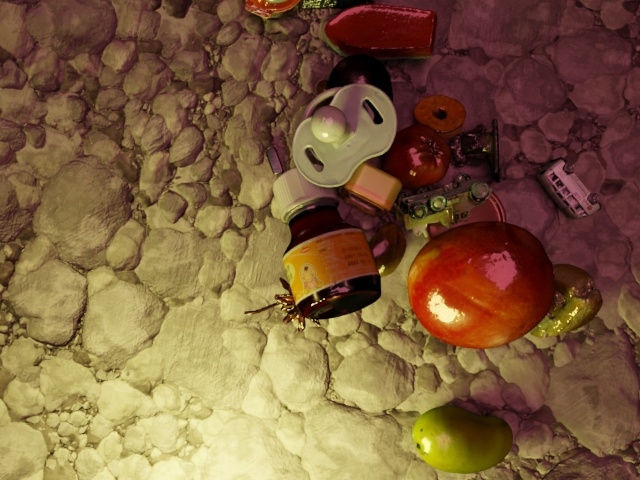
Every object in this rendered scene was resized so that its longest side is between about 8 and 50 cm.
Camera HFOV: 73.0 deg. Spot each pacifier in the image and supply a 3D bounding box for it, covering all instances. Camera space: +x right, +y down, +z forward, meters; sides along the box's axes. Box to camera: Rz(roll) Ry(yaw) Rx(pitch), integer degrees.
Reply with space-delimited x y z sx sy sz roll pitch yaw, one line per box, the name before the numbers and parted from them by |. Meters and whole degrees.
pacifier | 0.037 -0.275 1.047 0.287 0.225 0.239 -33 82 14

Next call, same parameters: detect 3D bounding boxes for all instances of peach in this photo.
peach | 0.413 0.109 1.122 0.372 0.289 0.373 11 109 32

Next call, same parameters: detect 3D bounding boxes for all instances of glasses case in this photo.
glasses case | -0.136 -0.235 1.289 0.033 0.023 0.084 -20 87 4

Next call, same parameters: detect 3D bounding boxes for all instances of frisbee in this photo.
frisbee | 0.430 -0.053 1.291 0.250 0.021 0.251 0 87 -1

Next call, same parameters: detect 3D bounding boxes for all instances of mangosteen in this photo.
mangosteen | 0.080 -0.402 1.217 0.249 0.211 0.212 -11 88 16

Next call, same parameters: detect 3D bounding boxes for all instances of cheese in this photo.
cheese | -0.121 -0.804 1.257 0.216 0.129 0.330 25 87 -1

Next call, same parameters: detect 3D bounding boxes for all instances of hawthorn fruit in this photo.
hawthorn fruit | 0.257 -0.223 1.223 0.178 0.200 0.179 10 68 -25

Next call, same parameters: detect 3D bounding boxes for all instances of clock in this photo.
clock | 0.134 -0.137 1.199 0.143 0.202 0.096 30 86 0

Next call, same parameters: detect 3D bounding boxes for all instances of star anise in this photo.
star anise | -0.082 0.165 1.247 0.233 0.073 0.178 20 75 -9

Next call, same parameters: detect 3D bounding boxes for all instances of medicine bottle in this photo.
medicine bottle | 0.000 0.000 1.175 0.242 0.242 0.396 -20 69 -1

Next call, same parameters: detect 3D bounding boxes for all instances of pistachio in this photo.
pistachio | 0.180 0.039 1.244 0.110 0.100 0.189 40 87 5

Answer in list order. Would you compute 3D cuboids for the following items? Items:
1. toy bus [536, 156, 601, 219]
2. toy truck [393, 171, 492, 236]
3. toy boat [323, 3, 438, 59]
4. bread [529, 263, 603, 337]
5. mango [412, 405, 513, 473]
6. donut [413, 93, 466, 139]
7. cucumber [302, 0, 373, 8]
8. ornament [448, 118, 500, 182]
toy bus | 0.726 -0.146 1.268 0.089 0.087 0.194 -39 89 5
toy truck | 0.348 -0.095 1.236 0.259 0.128 0.135 -22 115 -3
toy boat | 0.167 -0.596 1.262 0.331 0.133 0.145 8 93 10
bread | 0.637 0.159 1.178 0.123 0.257 0.186 -13 67 -10
mango | 0.400 0.558 1.214 0.292 0.143 0.176 6 82 -11
donut | 0.345 -0.354 1.257 0.151 0.058 0.152 -6 57 9
cucumber | 0.054 -0.741 1.301 0.219 0.046 0.071 1 80 0
ornament | 0.423 -0.259 1.274 0.195 0.153 0.167 -1 87 23
